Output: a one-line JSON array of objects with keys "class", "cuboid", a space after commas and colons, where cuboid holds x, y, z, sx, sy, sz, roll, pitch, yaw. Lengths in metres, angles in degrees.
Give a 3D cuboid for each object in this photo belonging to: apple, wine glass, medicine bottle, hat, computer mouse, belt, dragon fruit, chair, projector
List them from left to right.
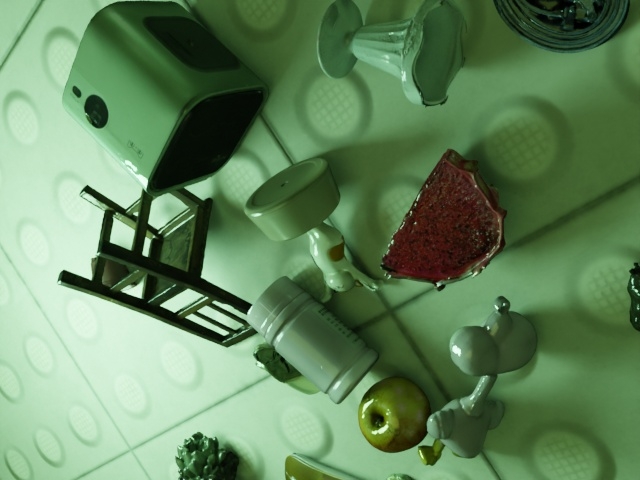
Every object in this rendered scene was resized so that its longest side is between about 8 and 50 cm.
[{"class": "projector", "cuboid": [-0.284, -0.265, 1.205, 0.249, 0.248, 0.248, 44, 124, 11]}, {"class": "chair", "cuboid": [-0.301, 0.034, 1.385, 0.203, 0.416, 0.240, -30, 46, 35]}, {"class": "hat", "cuboid": [-0.056, 0.258, 1.361, 0.166, 0.081, 0.122, 20, 142, 5]}, {"class": "medicine bottle", "cuboid": [-0.017, 0.195, 1.283, 0.250, 0.133, 0.133, 39, 123, 12]}, {"class": "computer mouse", "cuboid": [0.017, 0.558, 1.448, 0.245, 0.056, 0.125, 14, 114, 29]}, {"class": "wine glass", "cuboid": [0.107, -0.304, 1.009, 0.197, 0.165, 0.164, 20, 117, 29]}, {"class": "apple", "cuboid": [0.146, 0.335, 1.246, 0.147, 0.146, 0.146, 11, 113, 28]}, {"class": "dragon fruit", "cuboid": [0.222, -0.027, 1.069, 0.161, 0.126, 0.274, 32, 131, 7]}, {"class": "belt", "cuboid": [0.329, -0.341, 0.900, 0.190, 0.082, 0.141, 37, 118, 14]}]

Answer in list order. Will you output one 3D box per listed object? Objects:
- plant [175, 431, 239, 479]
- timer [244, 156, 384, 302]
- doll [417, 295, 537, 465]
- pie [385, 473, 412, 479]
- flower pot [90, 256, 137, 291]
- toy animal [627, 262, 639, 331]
[{"class": "plant", "cuboid": [-0.276, 0.569, 1.589, 0.132, 0.129, 0.194, 6, 114, 27]}, {"class": "timer", "cuboid": [0.000, 0.000, 1.215, 0.175, 0.175, 0.266, -16, 117, 35]}, {"class": "doll", "cuboid": [0.271, 0.253, 1.121, 0.094, 0.160, 0.365, -128, 42, -54]}, {"class": "pie", "cuboid": [0.170, 0.527, 1.361, 0.084, 0.020, 0.084, 10, 111, 28]}, {"class": "flower pot", "cuboid": [-0.509, 0.079, 1.575, 0.111, 0.111, 0.089, -20, 81, 35]}, {"class": "toy animal", "cuboid": [0.496, 0.079, 0.976, 0.065, 0.047, 0.135, 5, 116, 39]}]
